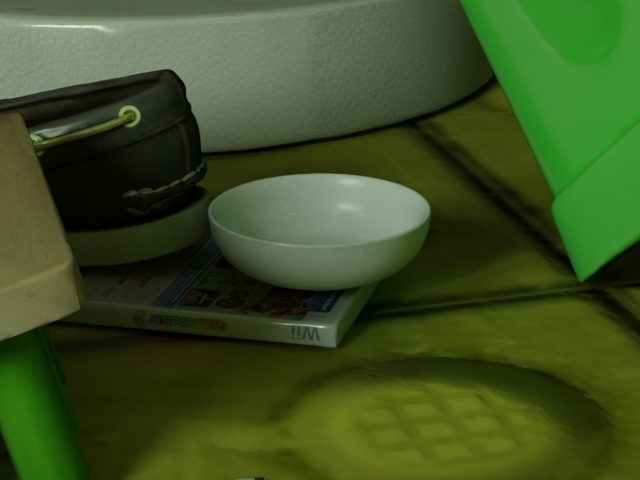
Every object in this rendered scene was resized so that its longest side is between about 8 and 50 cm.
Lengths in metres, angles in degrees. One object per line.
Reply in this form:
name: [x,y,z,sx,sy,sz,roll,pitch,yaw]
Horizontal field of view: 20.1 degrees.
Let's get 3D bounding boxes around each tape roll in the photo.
tape roll: [-0.090,-0.136,1.024,0.392,0.072,0.392,-1,21,0]

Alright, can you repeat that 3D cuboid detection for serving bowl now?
serving bowl: [0.000,0.000,0.678,0.083,0.027,0.083,-1,20,0]

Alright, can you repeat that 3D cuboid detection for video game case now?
video game case: [-0.041,0.015,0.697,0.122,0.011,0.087,4,20,15]

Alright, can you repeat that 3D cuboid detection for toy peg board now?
toy peg board: [-0.150,0.041,0.570,0.161,0.079,0.161,-21,23,-7]

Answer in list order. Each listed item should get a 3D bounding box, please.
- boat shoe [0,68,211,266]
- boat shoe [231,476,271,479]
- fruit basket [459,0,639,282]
boat shoe: [-0.156,-0.029,0.721,0.228,0.068,0.081,-3,19,12]
boat shoe: [0.015,0.100,0.388,0.083,0.065,0.183,-3,19,-3]
fruit basket: [0.278,-0.095,0.740,0.392,0.283,0.392,25,41,-24]
